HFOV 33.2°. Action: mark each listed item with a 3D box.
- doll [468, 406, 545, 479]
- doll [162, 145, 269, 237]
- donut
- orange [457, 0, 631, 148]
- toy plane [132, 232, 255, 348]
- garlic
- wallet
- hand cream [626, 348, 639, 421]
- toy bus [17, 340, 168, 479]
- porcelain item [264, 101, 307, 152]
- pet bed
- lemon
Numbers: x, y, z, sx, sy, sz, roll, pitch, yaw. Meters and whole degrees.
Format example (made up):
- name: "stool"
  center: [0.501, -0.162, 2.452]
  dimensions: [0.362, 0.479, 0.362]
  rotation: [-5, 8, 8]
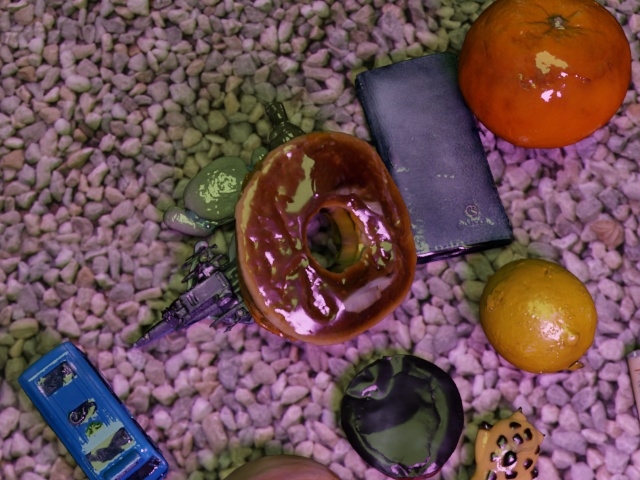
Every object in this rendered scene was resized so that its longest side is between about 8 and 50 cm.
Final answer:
- name: "doll"
  center: [0.225, 0.371, 1.589]
  dimensions: [0.117, 0.086, 0.291]
  rotation: [45, 72, 5]
- name: "doll"
  center: [-0.166, -0.081, 1.795]
  dimensions: [0.214, 0.071, 0.103]
  rotation: [-37, 70, -10]
- name: "donut"
  center: [0.000, 0.000, 1.677]
  dimensions: [0.330, 0.160, 0.330]
  rotation: [1, 87, -20]
- name: "orange"
  center: [0.372, -0.284, 1.782]
  dimensions: [0.284, 0.226, 0.283]
  rotation: [0, 56, 0]
- name: "toy plane"
  center: [-0.200, 0.097, 1.718]
  dimensions: [0.246, 0.078, 0.169]
  rotation: [-32, 71, -12]
- name: "garlic"
  center: [-0.103, 0.449, 1.542]
  dimensions: [0.196, 0.151, 0.338]
  rotation: [43, 75, 4]
- name: "wallet"
  center: [0.190, -0.147, 1.827]
  dimensions: [0.191, 0.046, 0.379]
  rotation: [-12, 67, -6]
- name: "hand cream"
  center: [0.510, 0.238, 1.666]
  dimensions: [0.061, 0.039, 0.143]
  rotation: [-10, 72, -5]
- name: "toy bus"
  center: [-0.343, 0.278, 1.616]
  dimensions: [0.113, 0.134, 0.246]
  rotation: [-37, 70, -13]
- name: "porcelain item"
  center: [-0.046, -0.152, 1.832]
  dimensions: [0.081, 0.069, 0.215]
  rotation: [-18, 63, -1]
- name: "pet bed"
  center: [0.126, 0.269, 1.652]
  dimensions: [0.201, 0.053, 0.201]
  rotation: [0, 68, 1]
- name: "lemon"
  center: [0.331, 0.113, 1.650]
  dimensions: [0.173, 0.173, 0.206]
  rotation: [-40, 51, -14]
